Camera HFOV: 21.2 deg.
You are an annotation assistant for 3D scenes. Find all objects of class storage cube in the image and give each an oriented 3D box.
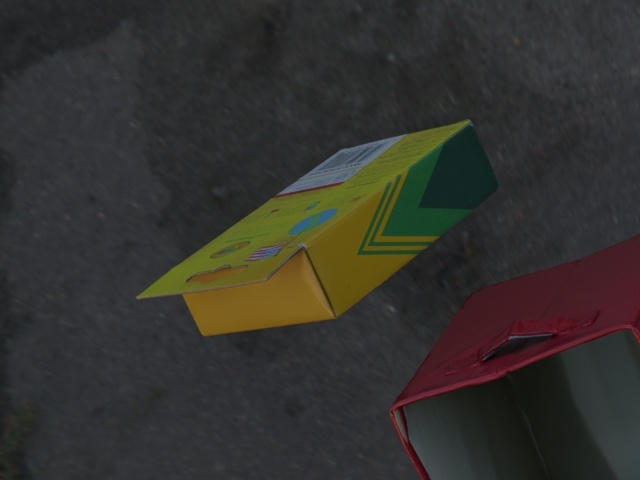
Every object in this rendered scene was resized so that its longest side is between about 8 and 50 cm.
[{"bbox_3d":[0.190,0.124,1.143,0.183,0.193,0.215,-23,102,30],"label":"storage cube"}]

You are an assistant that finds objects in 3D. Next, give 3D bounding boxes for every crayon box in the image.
[{"bbox_3d":[0.000,0.000,1.645,0.202,0.318,0.081,-10,110,48],"label":"crayon box"}]
